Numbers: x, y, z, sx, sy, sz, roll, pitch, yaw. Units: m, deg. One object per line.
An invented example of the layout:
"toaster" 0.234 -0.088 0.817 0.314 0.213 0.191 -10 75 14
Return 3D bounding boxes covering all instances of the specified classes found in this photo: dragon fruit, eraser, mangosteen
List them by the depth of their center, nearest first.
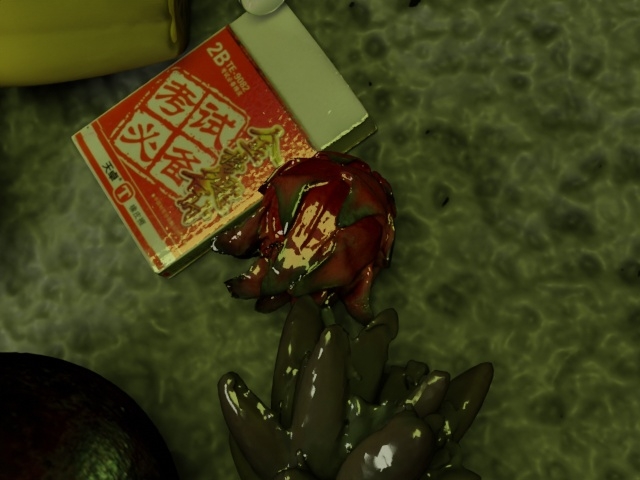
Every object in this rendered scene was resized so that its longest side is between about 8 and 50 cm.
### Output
"mangosteen" -0.223 0.229 0.700 0.300 0.300 0.301 -3 76 10
"dragon fruit" -0.003 -0.005 0.795 0.130 0.121 0.142 -4 56 38
"eraser" -0.086 -0.095 0.871 0.230 0.038 0.157 -35 72 1

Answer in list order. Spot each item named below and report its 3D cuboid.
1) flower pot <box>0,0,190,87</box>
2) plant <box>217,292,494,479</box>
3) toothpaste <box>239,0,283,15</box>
"flower pot" -0.207 -0.229 0.860 0.179 0.195 0.195 0 76 -1
"plant" 0.012 0.207 0.702 0.181 0.194 0.321 19 91 32
"toothpaste" -0.079 -0.283 0.902 0.071 0.045 0.194 -29 53 2
